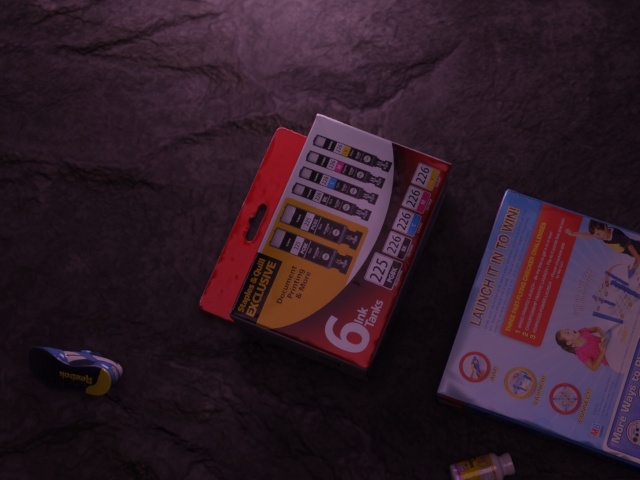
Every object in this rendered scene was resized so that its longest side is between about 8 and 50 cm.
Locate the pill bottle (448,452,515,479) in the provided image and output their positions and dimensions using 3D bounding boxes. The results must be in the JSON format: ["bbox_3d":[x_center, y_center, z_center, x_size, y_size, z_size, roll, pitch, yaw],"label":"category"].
[{"bbox_3d":[0.220,0.314,1.691,0.083,0.043,0.043,-16,76,-3],"label":"pill bottle"}]

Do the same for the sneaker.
[{"bbox_3d":[-0.343,0.180,1.745,0.144,0.059,0.053,14,108,21],"label":"sneaker"}]

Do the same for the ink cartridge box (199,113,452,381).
[{"bbox_3d":[0.000,0.000,1.734,0.272,0.130,0.309,21,78,8],"label":"ink cartridge box"}]

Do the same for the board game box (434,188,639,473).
[{"bbox_3d":[0.347,0.125,1.712,0.302,0.086,0.308,20,78,7],"label":"board game box"}]
